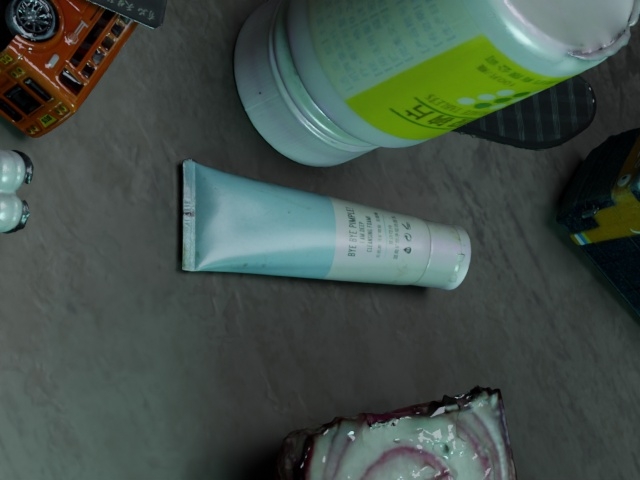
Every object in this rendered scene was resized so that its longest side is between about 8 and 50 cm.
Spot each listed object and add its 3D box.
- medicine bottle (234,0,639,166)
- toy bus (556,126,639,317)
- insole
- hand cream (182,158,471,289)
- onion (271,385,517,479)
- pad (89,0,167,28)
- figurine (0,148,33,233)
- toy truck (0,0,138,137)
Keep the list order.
[{"bbox_3d":[0.099,-0.209,1.879,0.214,0.379,0.213,13,68,-35],"label":"medicine bottle"},{"bbox_3d":[0.401,0.005,2.194,0.275,0.167,0.138,48,52,-22],"label":"toy bus"},{"bbox_3d":[0.192,-0.157,2.180,0.309,0.012,0.110,4,74,-38],"label":"insole"},{"bbox_3d":[0.000,0.000,1.954,0.312,0.070,0.111,10,71,-28],"label":"hand cream"},{"bbox_3d":[0.051,0.283,1.849,0.314,0.146,0.280,-5,92,-49],"label":"onion"},{"bbox_3d":[-0.200,-0.261,1.766,0.157,0.003,0.112,21,62,-28],"label":"pad"},{"bbox_3d":[-0.353,-0.043,1.650,0.246,0.110,0.137,7,89,-44],"label":"figurine"},{"bbox_3d":[-0.219,-0.217,1.808,0.114,0.107,0.252,42,54,-17],"label":"toy truck"}]
